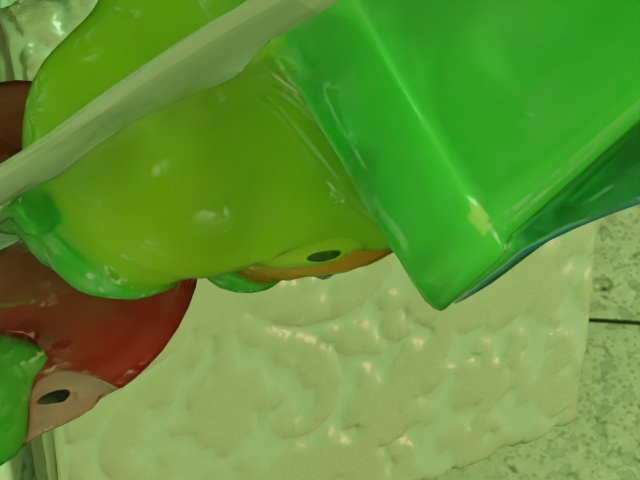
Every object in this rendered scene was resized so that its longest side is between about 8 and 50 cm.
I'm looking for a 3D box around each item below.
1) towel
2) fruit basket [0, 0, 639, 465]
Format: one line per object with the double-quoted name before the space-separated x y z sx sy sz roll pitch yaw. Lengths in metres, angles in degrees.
"towel" 0.000 0.000 0.951 0.053 0.331 0.317 37 -45 49
"fruit basket" -0.040 -0.010 0.578 0.165 0.353 0.327 54 9 4
